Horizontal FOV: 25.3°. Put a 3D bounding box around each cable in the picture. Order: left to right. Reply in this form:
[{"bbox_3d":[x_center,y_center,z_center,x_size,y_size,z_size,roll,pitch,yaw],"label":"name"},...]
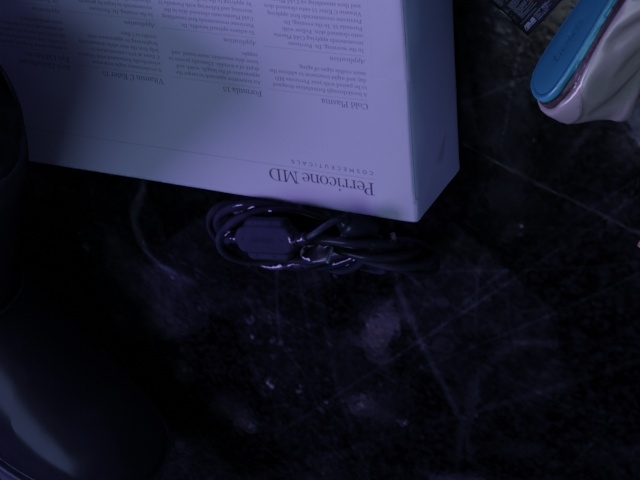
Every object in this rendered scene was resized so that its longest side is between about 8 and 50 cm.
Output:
[{"bbox_3d":[0.000,0.000,1.058,0.184,0.151,0.047,-1,82,54],"label":"cable"}]

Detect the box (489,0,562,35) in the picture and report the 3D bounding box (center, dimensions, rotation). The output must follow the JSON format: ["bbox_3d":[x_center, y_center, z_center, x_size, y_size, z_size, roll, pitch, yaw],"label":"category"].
[{"bbox_3d":[0.139,-0.185,0.930,0.067,0.018,0.083,42,130,0],"label":"box"}]

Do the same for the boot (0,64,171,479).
[{"bbox_3d":[-0.249,0.019,1.102,0.367,0.146,0.445,36,149,6],"label":"boot"}]

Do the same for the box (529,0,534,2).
[{"bbox_3d":[0.136,-0.259,0.794,0.201,0.021,0.164,-44,74,9],"label":"box"}]

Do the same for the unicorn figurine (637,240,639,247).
[{"bbox_3d":[0.245,-0.045,0.911,0.060,0.161,0.111,10,144,-3],"label":"unicorn figurine"}]

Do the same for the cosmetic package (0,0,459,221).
[{"bbox_3d":[-0.094,-0.180,1.014,0.377,0.097,0.284,10,122,24],"label":"cosmetic package"}]

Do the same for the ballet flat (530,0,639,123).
[{"bbox_3d":[0.216,-0.171,0.862,0.086,0.086,0.248,33,124,7],"label":"ballet flat"}]
